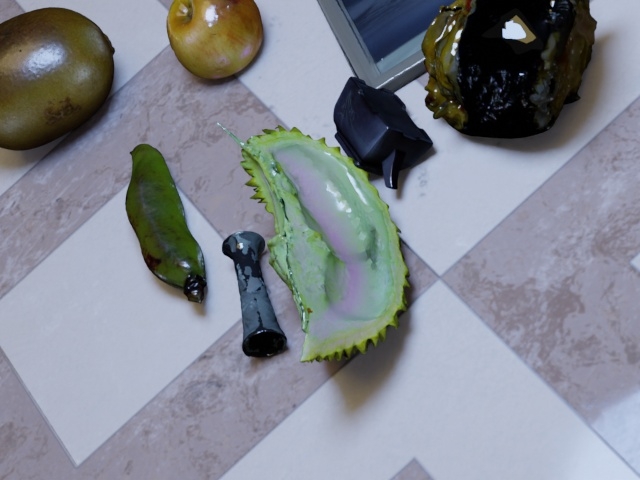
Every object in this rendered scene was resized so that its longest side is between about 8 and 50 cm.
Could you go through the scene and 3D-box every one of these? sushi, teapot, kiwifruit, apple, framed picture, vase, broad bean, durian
[{"bbox_3d":[0.223,-0.236,1.915,0.204,0.213,0.200,18,46,22],"label":"sushi"},{"bbox_3d":[0.066,-0.133,2.002,0.096,0.087,0.177,-54,44,23],"label":"teapot"},{"bbox_3d":[-0.410,-0.241,2.271,0.234,0.196,0.196,-23,51,7],"label":"kiwifruit"},{"bbox_3d":[-0.152,-0.307,2.205,0.146,0.146,0.146,-15,54,21],"label":"apple"},{"bbox_3d":[0.200,-0.410,2.139,0.446,0.028,0.326,-32,49,8],"label":"framed picture"},{"bbox_3d":[-0.084,0.067,1.962,0.059,0.059,0.167,-25,51,13],"label":"vase"},{"bbox_3d":[-0.215,-0.022,2.095,0.077,0.061,0.339,-28,50,2],"label":"broad bean"},{"bbox_3d":[0.003,0.000,1.881,0.157,0.169,0.355,-30,56,14],"label":"durian"}]
